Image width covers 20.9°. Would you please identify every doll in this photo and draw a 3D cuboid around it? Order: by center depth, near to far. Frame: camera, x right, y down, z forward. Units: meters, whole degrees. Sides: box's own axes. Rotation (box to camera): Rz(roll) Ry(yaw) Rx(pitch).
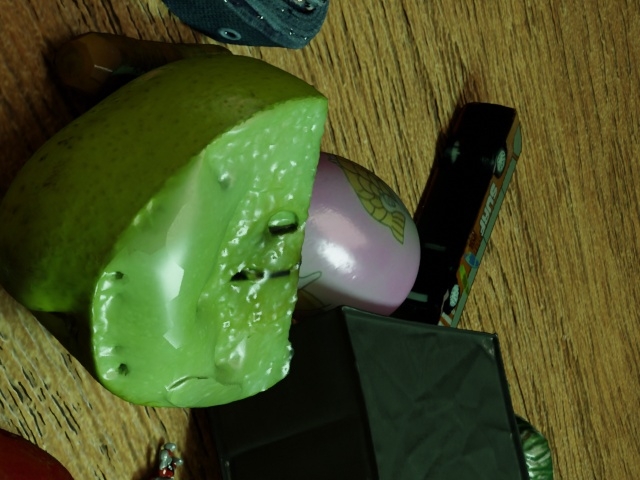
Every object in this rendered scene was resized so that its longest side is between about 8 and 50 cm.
[{"bbox_3d":[-0.176,0.274,1.876,0.057,0.039,0.114,-55,-172,49],"label":"doll"}]

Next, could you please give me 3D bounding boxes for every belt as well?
[{"bbox_3d":[-0.072,-0.275,1.858,0.218,0.128,0.122,27,73,-55],"label":"belt"}]

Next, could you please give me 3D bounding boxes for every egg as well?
[{"bbox_3d":[0.000,0.000,1.962,0.271,0.196,0.196,16,82,-57],"label":"egg"}]

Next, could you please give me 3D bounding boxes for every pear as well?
[{"bbox_3d":[-0.174,-0.004,1.665,0.318,0.238,0.342,-19,128,-43],"label":"pear"}]

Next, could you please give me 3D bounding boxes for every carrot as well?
[{"bbox_3d":[-0.172,-0.177,1.780,0.260,0.070,0.070,-9,102,-58],"label":"carrot"}]

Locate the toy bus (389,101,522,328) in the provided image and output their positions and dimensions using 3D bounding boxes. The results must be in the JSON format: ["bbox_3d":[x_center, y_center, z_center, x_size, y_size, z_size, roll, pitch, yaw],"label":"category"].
[{"bbox_3d":[0.172,0.000,2.330,0.409,0.093,0.092,-67,152,-23],"label":"toy bus"}]

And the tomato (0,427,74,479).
[{"bbox_3d":[-0.299,0.288,1.629,0.228,0.101,0.228,-19,114,-53],"label":"tomato"}]

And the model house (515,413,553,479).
[{"bbox_3d":[0.163,0.392,2.347,0.301,0.190,0.271,-25,123,-31],"label":"model house"}]

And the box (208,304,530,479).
[{"bbox_3d":[0.063,0.233,1.991,0.345,0.204,0.251,12,63,-53],"label":"box"}]

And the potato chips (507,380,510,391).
[{"bbox_3d":[0.238,0.295,2.549,0.142,0.026,0.209,-19,113,-59],"label":"potato chips"}]
